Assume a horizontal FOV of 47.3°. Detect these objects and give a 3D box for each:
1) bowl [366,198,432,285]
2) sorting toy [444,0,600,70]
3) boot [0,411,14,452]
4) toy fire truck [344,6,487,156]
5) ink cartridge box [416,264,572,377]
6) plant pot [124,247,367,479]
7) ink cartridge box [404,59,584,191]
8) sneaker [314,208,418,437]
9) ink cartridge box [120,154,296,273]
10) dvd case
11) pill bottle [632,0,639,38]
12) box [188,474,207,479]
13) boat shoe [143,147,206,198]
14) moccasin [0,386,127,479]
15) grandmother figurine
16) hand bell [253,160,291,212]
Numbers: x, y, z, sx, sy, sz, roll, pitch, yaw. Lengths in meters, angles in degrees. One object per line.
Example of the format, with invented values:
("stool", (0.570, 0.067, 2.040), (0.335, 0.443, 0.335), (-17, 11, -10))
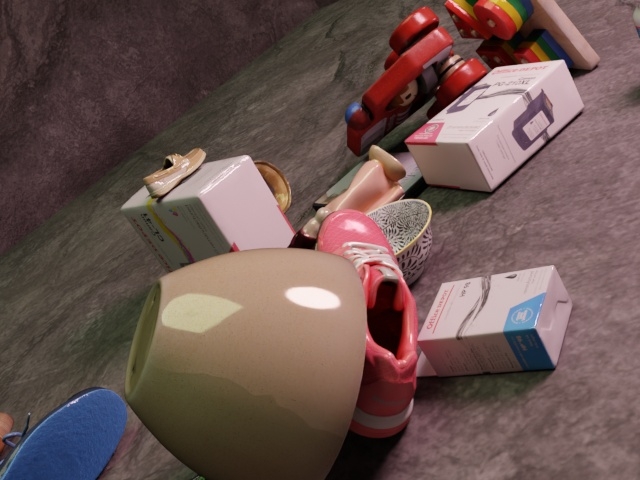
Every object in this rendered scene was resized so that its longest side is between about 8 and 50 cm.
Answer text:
("bowl", (0.100, 0.021, 1.058), (0.170, 0.080, 0.170), (-28, 23, 13))
("sorting toy", (0.352, -0.400, 1.380), (0.089, 0.255, 0.257), (-49, 23, 2))
("boot", (-0.649, 0.391, 1.295), (0.197, 0.073, 0.152), (-26, 28, 22))
("toy fire truck", (0.154, -0.275, 1.379), (0.254, 0.169, 0.302), (-41, -6, -3))
("ink cartridge box", (0.181, 0.095, 0.830), (0.180, 0.060, 0.104), (-13, 30, 38))
("plant pot", (-0.100, 0.126, 0.790), (0.284, 0.191, 0.284), (-52, 28, 43))
("ink cartridge box", (0.289, -0.193, 1.218), (0.237, 0.100, 0.172), (-40, 24, -18))
("sneaker", (0.066, 0.060, 0.845), (0.116, 0.136, 0.314), (4, 47, -14))
("ink cartridge box", (-0.197, -0.017, 1.331), (0.306, 0.226, 0.131), (-4, 34, 51))
("dvd case", (0.112, -0.108, 1.378), (0.180, 0.022, 0.253), (-42, 25, -22))
("pill bottle", (0.522, -0.317, 1.090), (0.087, 0.160, 0.087), (-27, 24, 13))
("box", (-0.173, 0.357, 0.780), (0.190, 0.045, 0.184), (-34, 20, -2))
("boat shoe", (-0.254, -0.128, 1.275), (0.050, 0.045, 0.135), (-8, 32, 45))
("moccasin", (-0.423, 0.339, 1.025), (0.117, 0.138, 0.342), (-10, 30, 51))
("grandmother figurine", (0.000, 0.000, 1.173), (0.342, 0.104, 0.208), (-48, -19, -11))
("hand bell", (-0.186, -0.068, 1.619), (0.242, 0.126, 0.126), (-29, 19, 43))
